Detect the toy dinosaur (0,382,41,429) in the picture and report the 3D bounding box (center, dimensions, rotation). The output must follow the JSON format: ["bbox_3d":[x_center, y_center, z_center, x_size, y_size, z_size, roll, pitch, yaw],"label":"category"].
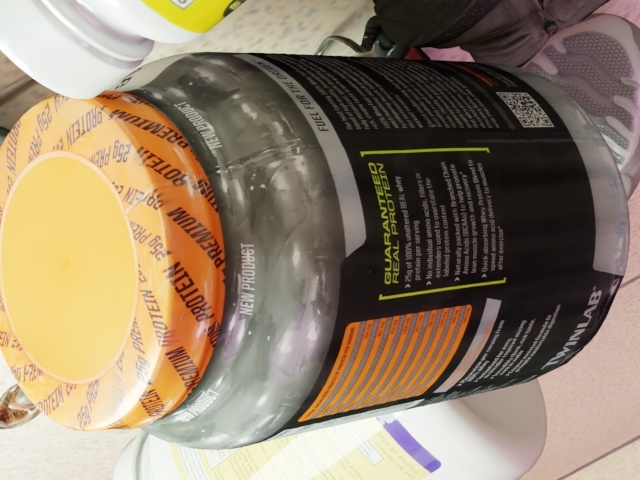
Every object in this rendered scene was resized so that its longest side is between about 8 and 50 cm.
[{"bbox_3d":[-0.079,0.063,0.973,0.295,0.127,0.200,14,137,-38],"label":"toy dinosaur"}]

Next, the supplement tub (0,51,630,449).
[{"bbox_3d":[0.000,0.000,0.761,0.338,0.207,0.207,-4,148,-44],"label":"supplement tub"}]

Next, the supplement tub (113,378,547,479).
[{"bbox_3d":[0.003,0.172,1.188,0.331,0.241,0.241,-38,155,25],"label":"supplement tub"}]

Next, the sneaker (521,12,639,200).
[{"bbox_3d":[0.214,-0.099,1.074,0.115,0.105,0.281,-52,162,-20],"label":"sneaker"}]

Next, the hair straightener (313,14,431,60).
[{"bbox_3d":[0.052,-0.088,0.938,0.089,0.047,0.230,-33,156,12],"label":"hair straightener"}]

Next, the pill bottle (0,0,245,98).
[{"bbox_3d":[-0.054,-0.160,0.580,0.208,0.119,0.119,-35,156,20],"label":"pill bottle"}]

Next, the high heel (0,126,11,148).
[{"bbox_3d":[-0.257,0.030,0.781,0.261,0.093,0.186,-50,157,13],"label":"high heel"}]

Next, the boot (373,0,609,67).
[{"bbox_3d":[0.157,-0.190,0.821,0.246,0.083,0.161,-33,163,30],"label":"boot"}]
